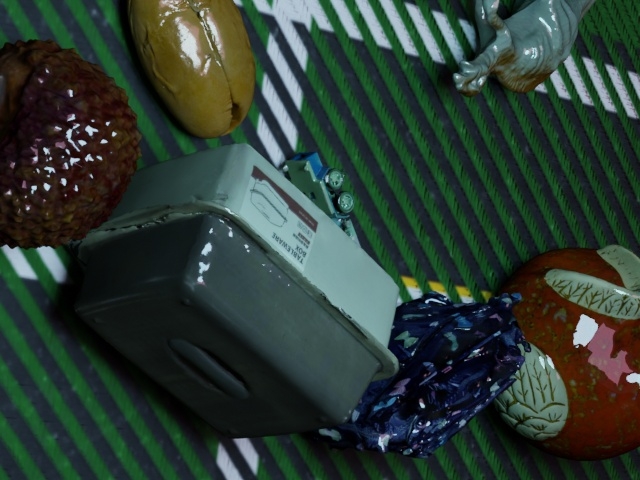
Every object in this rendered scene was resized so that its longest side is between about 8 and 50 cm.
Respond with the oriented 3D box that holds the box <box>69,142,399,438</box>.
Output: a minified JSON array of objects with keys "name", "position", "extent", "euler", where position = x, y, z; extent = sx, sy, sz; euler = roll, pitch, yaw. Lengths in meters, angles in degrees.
[{"name":"box","position":[-0.077,0.055,1.846],"extent":[0.290,0.220,0.166],"euler":[43,52,-33]}]

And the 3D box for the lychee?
[{"name":"lychee","position":[-0.244,-0.078,1.731],"extent":[0.188,0.188,0.188],"euler":[-1,92,-41]}]

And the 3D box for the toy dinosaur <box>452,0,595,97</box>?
[{"name":"toy dinosaur","position":[0.258,-0.272,2.214],"extent":[0.393,0.092,0.205],"euler":[-13,105,-52]}]

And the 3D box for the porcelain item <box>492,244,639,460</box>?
[{"name":"porcelain item","position":[0.310,0.129,2.179],"extent":[0.253,0.253,0.253],"euler":[-1,92,-41]}]

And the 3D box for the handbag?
[{"name":"handbag","position":[0.103,0.142,2.042],"extent":[0.260,0.162,0.113],"euler":[-33,111,-39]}]

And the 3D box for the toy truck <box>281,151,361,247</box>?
[{"name":"toy truck","position":[0.000,0.000,2.009],"extent":[0.081,0.067,0.175],"euler":[-34,113,-34]}]

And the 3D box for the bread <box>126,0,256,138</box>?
[{"name":"bread","position":[-0.118,-0.185,1.898],"extent":[0.114,0.077,0.189],"euler":[-40,113,-38]}]
